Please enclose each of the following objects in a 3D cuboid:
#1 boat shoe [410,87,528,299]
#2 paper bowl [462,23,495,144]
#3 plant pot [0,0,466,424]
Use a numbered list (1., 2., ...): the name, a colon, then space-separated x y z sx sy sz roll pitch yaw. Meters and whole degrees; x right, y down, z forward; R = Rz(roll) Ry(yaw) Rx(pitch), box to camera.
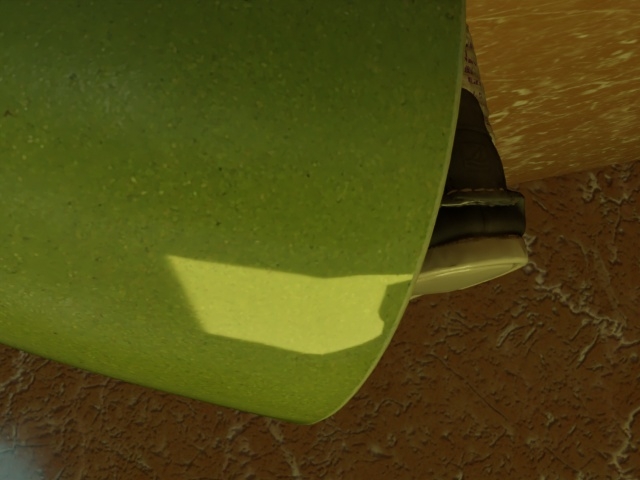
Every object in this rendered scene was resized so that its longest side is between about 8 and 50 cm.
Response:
1. boat shoe: 0.000 0.000 0.790 0.112 0.095 0.335 -2 169 -33
2. paper bowl: -0.035 -0.095 0.904 0.284 0.148 0.284 -12 174 -1
3. plant pot: -0.130 -0.073 0.569 0.293 0.275 0.275 8 167 -20
